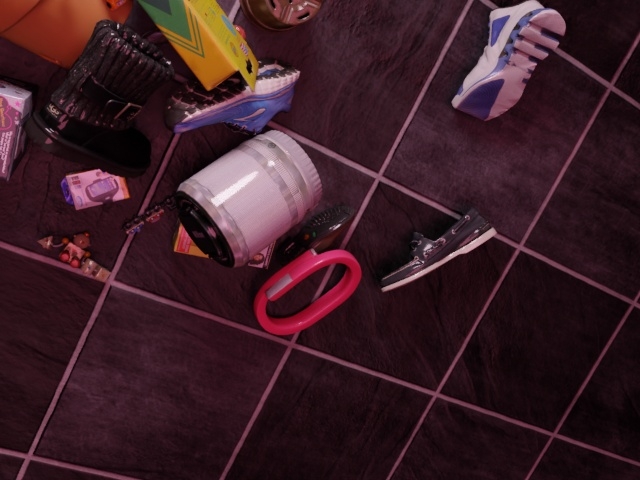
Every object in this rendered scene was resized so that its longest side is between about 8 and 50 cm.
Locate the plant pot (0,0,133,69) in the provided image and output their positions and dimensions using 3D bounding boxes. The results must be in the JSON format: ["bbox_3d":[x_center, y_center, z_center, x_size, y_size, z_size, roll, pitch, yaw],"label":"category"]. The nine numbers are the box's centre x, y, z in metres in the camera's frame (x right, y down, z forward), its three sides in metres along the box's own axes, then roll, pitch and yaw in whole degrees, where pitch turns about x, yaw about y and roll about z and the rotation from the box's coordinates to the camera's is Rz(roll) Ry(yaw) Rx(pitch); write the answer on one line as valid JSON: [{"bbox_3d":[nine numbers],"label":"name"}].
[{"bbox_3d":[-0.492,-0.462,1.220,0.291,0.291,0.203,-48,132,2],"label":"plant pot"}]

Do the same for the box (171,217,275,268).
[{"bbox_3d":[-0.231,0.001,1.567,0.232,0.058,0.087,13,104,-21],"label":"box"}]

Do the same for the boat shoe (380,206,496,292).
[{"bbox_3d":[0.290,0.018,1.720,0.340,0.127,0.113,-29,85,1],"label":"boat shoe"}]

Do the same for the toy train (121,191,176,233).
[{"bbox_3d":[-0.387,-0.061,1.514,0.158,0.027,0.036,-32,126,-6],"label":"toy train"}]

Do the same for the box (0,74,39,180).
[{"bbox_3d":[-0.634,-0.230,1.251,0.142,0.247,0.163,13,104,-22],"label":"box"}]

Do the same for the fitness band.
[{"bbox_3d":[-0.033,0.126,1.638,0.291,0.054,0.209,-35,141,3],"label":"fitness band"}]

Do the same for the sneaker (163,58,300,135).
[{"bbox_3d":[-0.181,-0.281,1.416,0.330,0.130,0.147,-24,135,-32],"label":"sneaker"}]

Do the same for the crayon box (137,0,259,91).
[{"bbox_3d":[-0.247,-0.430,1.289,0.081,0.202,0.318,-31,116,16],"label":"crayon box"}]

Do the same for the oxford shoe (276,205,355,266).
[{"bbox_3d":[0.000,0.000,1.642,0.227,0.083,0.096,-39,131,1],"label":"oxford shoe"}]

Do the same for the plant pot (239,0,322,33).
[{"bbox_3d":[-0.076,-0.519,1.381,0.167,0.165,0.166,-6,111,-16],"label":"plant pot"}]

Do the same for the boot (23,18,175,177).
[{"bbox_3d":[-0.379,-0.263,1.280,0.131,0.348,0.260,43,99,10],"label":"boot"}]

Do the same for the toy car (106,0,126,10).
[{"bbox_3d":[-0.381,-0.423,1.133,0.122,0.041,0.060,-40,136,-49],"label":"toy car"}]

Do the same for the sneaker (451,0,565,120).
[{"bbox_3d":[0.451,-0.458,1.601,0.127,0.182,0.315,21,130,-21],"label":"sneaker"}]

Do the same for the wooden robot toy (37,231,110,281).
[{"bbox_3d":[-0.539,0.021,1.471,0.173,0.076,0.079,38,83,-26],"label":"wooden robot toy"}]

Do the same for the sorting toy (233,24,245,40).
[{"bbox_3d":[-0.208,-0.429,1.442,0.102,0.042,0.061,-28,99,6],"label":"sorting toy"}]

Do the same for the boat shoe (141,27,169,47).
[{"bbox_3d":[-0.315,-0.444,1.396,0.142,0.040,0.049,-28,114,-7],"label":"boat shoe"}]

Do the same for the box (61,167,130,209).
[{"bbox_3d":[-0.501,-0.119,1.455,0.136,0.028,0.081,-16,113,-14],"label":"box"}]

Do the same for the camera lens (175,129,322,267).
[{"bbox_3d":[-0.161,-0.090,1.442,0.274,0.219,0.219,-39,117,-23],"label":"camera lens"}]
